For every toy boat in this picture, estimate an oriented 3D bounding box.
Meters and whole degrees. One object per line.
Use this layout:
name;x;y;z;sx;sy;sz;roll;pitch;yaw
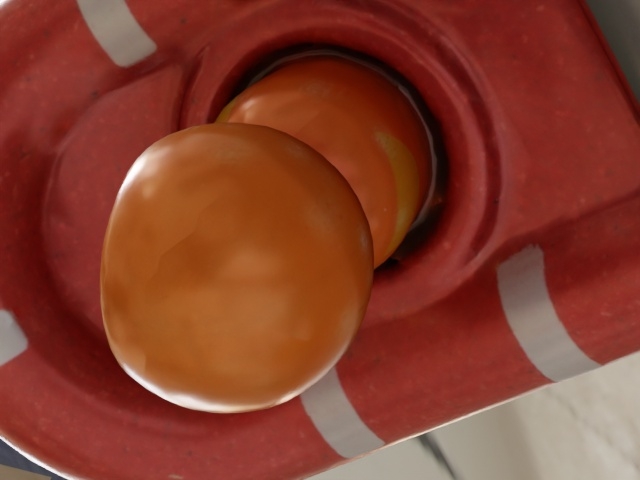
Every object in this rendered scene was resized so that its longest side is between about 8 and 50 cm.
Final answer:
toy boat;-0.005;-0.011;0.412;0.151;0.231;0.151;60;-151;-9

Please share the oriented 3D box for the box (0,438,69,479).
box;-0.145;0.032;0.710;0.225;0.136;0.036;-69;20;11
